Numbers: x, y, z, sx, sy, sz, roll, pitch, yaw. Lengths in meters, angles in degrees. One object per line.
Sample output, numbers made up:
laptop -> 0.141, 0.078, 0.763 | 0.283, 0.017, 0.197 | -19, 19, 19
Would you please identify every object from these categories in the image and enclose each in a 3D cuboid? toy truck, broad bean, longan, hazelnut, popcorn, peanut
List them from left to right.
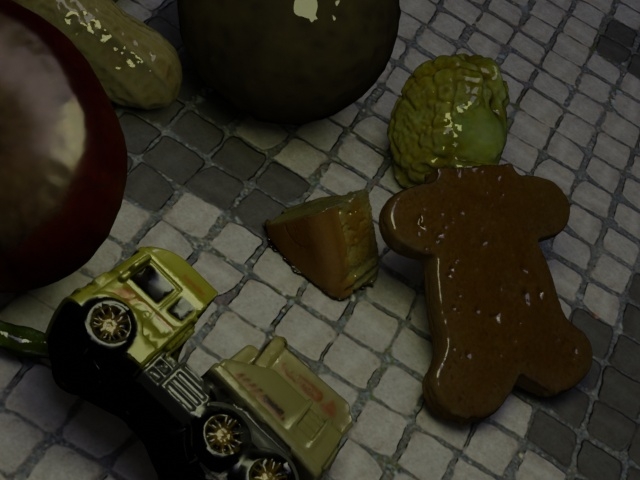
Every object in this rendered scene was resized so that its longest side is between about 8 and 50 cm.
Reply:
hazelnut -> -0.452, -0.122, 1.533 | 0.359, 0.359, 0.409 | -20, 77, -36
broad bean -> -0.378, 0.136, 1.543 | 0.256, 0.052, 0.052 | 12, 5, -20
peanut -> -0.365, -0.321, 1.845 | 0.313, 0.152, 0.152 | 34, 40, -32
toy truck -> -0.152, 0.193, 1.485 | 0.405, 0.180, 0.254 | 43, 50, 2
longan -> -0.049, -0.384, 1.913 | 0.391, 0.391, 0.391 | 13, 48, -15
popcorn -> 0.218, -0.183, 1.997 | 0.174, 0.225, 0.285 | 6, 82, -44

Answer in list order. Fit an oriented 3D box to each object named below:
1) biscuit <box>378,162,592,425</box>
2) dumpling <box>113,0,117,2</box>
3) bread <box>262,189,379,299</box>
biscuit -> 0.273, 0.071, 1.818 | 0.368, 0.076, 0.394 | -11, 82, -33
dumpling -> -0.405, -0.505, 1.983 | 0.270, 0.212, 0.320 | -6, 60, 15
bread -> 0.000, 0.000, 1.840 | 0.160, 0.169, 0.140 | 9, 30, 41
